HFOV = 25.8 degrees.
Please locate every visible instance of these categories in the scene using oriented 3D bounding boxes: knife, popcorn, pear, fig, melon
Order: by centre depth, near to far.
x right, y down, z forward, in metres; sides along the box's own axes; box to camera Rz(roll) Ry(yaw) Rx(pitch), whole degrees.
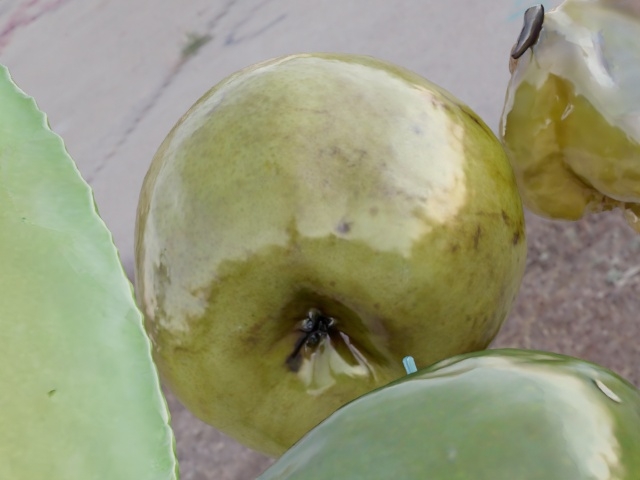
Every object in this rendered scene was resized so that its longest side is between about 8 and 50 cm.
[{"bbox_3d":[-0.119,0.062,0.400,0.196,0.124,0.323,-33,55,45],"label":"melon"},{"bbox_3d":[0.058,0.127,0.609,0.233,0.167,0.167,5,8,-20],"label":"fig"},{"bbox_3d":[0.071,0.118,0.905,0.005,0.091,0.014,-24,-9,26],"label":"knife"},{"bbox_3d":[0.000,0.000,1.064,0.304,0.304,0.304,-30,20,12],"label":"pear"},{"bbox_3d":[0.319,-0.143,1.218,0.316,0.281,0.297,8,75,21],"label":"popcorn"}]
